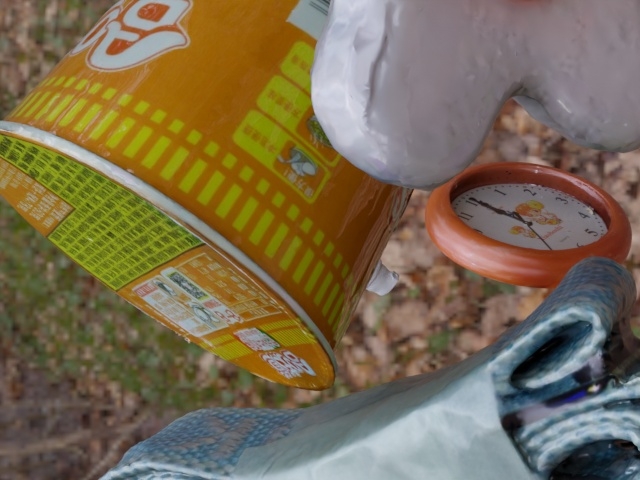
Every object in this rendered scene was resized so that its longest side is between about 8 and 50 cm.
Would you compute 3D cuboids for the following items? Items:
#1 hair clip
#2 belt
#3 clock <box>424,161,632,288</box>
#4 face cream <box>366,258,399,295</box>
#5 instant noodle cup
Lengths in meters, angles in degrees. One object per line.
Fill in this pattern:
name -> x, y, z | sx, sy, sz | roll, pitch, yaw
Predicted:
hair clip -> 0.087, -0.070, 0.362 | 0.075, 0.257, 0.146 | 145, 131, -66
belt -> 0.024, 0.088, 0.563 | 0.302, 0.072, 0.087 | -24, 86, 34
clock -> 0.205, -0.015, 1.351 | 0.205, 0.205, 0.051 | 48, 141, 48
face cream -> 0.000, 0.000, 1.013 | 0.034, 0.130, 0.034 | -54, 12, 16
instant noodle cup -> -0.018, -0.063, 0.539 | 0.168, 0.168, 0.185 | 1, 54, 58
